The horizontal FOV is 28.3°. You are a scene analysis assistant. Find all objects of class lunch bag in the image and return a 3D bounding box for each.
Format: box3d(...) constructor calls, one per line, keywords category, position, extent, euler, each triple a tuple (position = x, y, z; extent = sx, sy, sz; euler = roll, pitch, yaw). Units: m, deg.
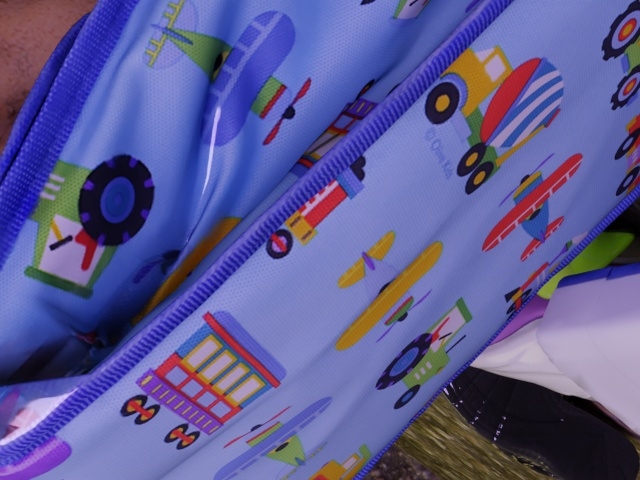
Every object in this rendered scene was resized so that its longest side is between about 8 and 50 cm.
box3d(category="lunch bag", position=(0.000, 0.000, 0.425), extent=(0.138, 0.293, 0.221), euler=(30, 169, 23))

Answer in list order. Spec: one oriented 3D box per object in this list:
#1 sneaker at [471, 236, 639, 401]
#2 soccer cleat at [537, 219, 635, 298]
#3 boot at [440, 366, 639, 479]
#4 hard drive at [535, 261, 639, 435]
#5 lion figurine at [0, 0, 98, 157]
box3d(category="sneaker", position=(0.170, 0.059, 0.663), extent=(0.152, 0.114, 0.305), euler=(41, 168, -27))
box3d(category="soccer cleat", position=(0.080, -0.056, 0.602), extent=(0.179, 0.072, 0.060), euler=(55, -165, -3))
box3d(category="boot", position=(0.171, 0.155, 1.207), extent=(0.236, 0.085, 0.178), euler=(36, 172, -11))
box3d(category="hard drive", position=(0.245, 0.060, 0.390), extent=(0.210, 0.040, 0.318), euler=(38, 154, -19))
box3d(category="lion figurine", position=(-0.186, -0.105, 0.475), extent=(0.392, 0.240, 0.142), euler=(50, 153, -5))
